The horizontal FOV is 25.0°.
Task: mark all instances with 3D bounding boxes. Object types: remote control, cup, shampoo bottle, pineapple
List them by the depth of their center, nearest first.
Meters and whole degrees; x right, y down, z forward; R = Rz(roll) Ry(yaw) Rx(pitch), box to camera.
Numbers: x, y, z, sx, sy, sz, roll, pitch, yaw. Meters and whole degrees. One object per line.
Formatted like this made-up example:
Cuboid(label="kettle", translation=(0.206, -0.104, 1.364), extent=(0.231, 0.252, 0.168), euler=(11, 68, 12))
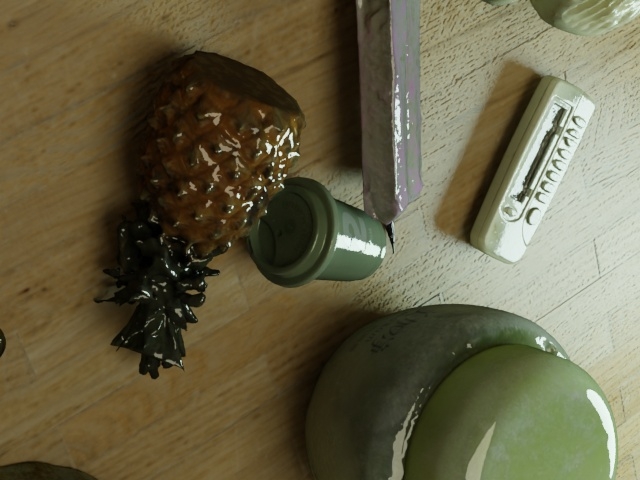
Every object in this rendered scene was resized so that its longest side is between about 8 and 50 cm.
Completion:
Cuboid(label="pineapple", translation=(-0.140, -0.012, 1.450), extent=(0.169, 0.169, 0.341), euler=(11, 111, -39))
Cuboid(label="cup", translation=(0.000, 0.000, 1.573), extent=(0.141, 0.120, 0.120), euler=(18, 97, -51))
Cuboid(label="shampoo bottle", translation=(0.152, 0.232, 1.649), extent=(0.322, 0.317, 0.323), euler=(-6, 100, -33))
Cuboid(label="remote control", translation=(0.254, -0.086, 1.759), extent=(0.090, 0.049, 0.230), euler=(24, 93, -39))

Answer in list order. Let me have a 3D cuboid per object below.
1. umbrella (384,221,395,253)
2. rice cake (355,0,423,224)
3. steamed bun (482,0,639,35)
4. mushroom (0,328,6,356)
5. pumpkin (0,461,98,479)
Cuboid(label="umbrella", translation=(0.079, -0.039, 1.672), extent=(0.022, 0.013, 0.122), euler=(-26, 120, -19))
Cuboid(label="rice cake", translation=(0.074, -0.172, 1.561), extent=(0.106, 0.050, 0.298), euler=(-45, 136, -61))
Cuboid(label="steamed bun", translation=(0.288, -0.402, 1.538), extent=(0.352, 0.247, 0.339), euler=(-6, 148, -35))
Cuboid(label="mushroom", translation=(-0.434, 0.084, 1.332), extent=(0.306, 0.043, 0.068), euler=(13, 82, -37))
Cuboid(label="pumpkin", translation=(-0.295, 0.413, 1.461), extent=(0.332, 0.199, 0.332), euler=(-13, 116, -29))
